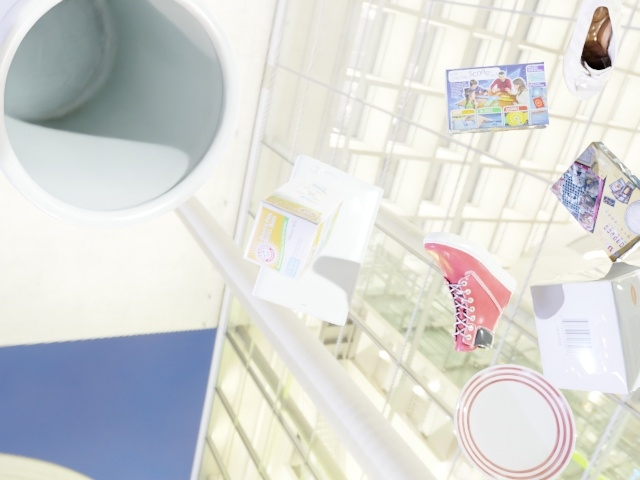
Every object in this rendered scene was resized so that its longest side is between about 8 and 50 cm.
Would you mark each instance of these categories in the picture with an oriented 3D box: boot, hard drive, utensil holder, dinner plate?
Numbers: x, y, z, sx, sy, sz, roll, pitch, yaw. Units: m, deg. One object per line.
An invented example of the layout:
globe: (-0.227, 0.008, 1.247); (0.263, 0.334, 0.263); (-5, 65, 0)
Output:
boot: (0.259, 0.105, 1.048); (0.244, 0.088, 0.176); (35, -108, -30)
hard drive: (0.000, 0.000, 1.186); (0.203, 0.040, 0.308); (21, -102, -18)
utensil holder: (-0.358, -0.245, 0.810); (0.327, 0.385, 0.328); (-29, -44, -32)
dinner plate: (0.230, 0.220, 0.676); (0.141, 0.141, 0.017); (-35, -21, -10)

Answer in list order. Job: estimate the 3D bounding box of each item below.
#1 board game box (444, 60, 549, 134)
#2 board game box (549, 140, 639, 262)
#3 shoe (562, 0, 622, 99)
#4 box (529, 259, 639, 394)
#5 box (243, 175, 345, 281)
board game box: (0.363, -0.295, 1.175); (0.201, 0.035, 0.136); (-2, -98, 7)
board game box: (0.680, -0.093, 1.342); (0.042, 0.243, 0.165); (-7, -36, -33)
shoe: (0.440, -0.309, 0.919); (0.076, 0.058, 0.219); (-2, -37, 16)
box: (0.617, 0.167, 1.194); (0.345, 0.168, 0.215); (-7, -92, -40)
box: (-0.041, -0.027, 0.999); (0.103, 0.203, 0.114); (23, -69, 7)
